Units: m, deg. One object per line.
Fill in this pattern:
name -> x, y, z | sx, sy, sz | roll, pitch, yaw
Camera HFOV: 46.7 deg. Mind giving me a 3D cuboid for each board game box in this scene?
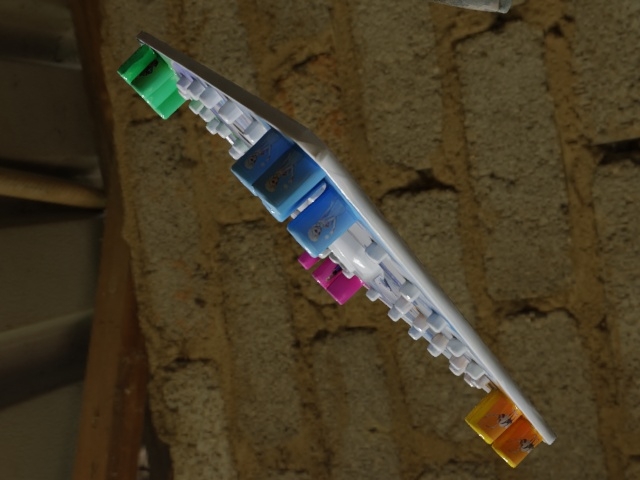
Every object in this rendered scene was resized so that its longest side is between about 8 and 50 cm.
board game box -> 0.000, 0.000, 0.678 | 0.390, 0.050, 0.390 | 48, 176, -36

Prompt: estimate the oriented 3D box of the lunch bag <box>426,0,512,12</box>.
lunch bag -> 0.080, -0.388, 0.872 | 0.287, 0.235, 0.169 | -127, 45, -54
